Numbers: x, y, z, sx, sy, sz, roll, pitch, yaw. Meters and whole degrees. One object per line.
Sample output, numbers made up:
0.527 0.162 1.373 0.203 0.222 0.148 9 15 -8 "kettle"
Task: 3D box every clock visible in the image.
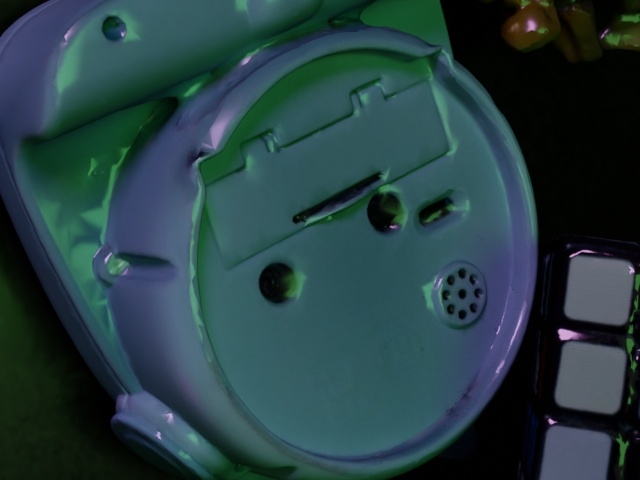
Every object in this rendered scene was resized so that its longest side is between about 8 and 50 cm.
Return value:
0.000 0.000 0.596 0.223 0.094 0.274 -30 108 -30 "clock"

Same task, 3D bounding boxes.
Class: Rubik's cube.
0.183 0.098 0.632 0.187 0.182 0.184 8 90 7 "Rubik's cube"

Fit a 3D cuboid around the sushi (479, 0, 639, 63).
0.161 -0.199 0.672 0.296 0.167 0.179 -7 74 -41 "sushi"
